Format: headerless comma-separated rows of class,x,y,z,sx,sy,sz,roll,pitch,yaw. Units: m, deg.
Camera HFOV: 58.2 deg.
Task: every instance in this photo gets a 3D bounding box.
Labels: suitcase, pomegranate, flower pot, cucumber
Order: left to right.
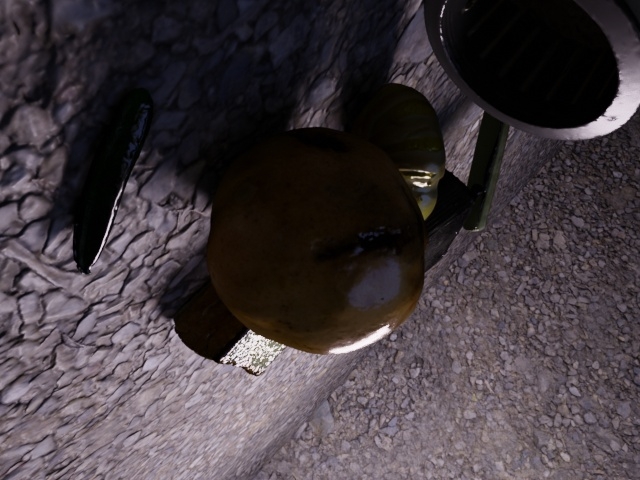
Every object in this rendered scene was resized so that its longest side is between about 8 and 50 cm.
cucumber,-0.183,-0.048,0.493,0.036,0.033,0.184,8,124,-39
pomegranate,0.000,0.000,0.653,0.260,0.260,0.260,-43,161,-19
suitcase,0.148,-0.004,1.161,0.335,0.152,0.229,-33,155,-35
flower pot,0.342,-0.345,0.744,0.330,0.294,0.293,-52,163,-15

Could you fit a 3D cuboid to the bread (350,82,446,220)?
bread,0.091,-0.110,0.794,0.105,0.213,0.213,-4,146,-12

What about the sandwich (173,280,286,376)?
sandwich,-0.079,0.092,0.910,0.249,0.095,0.273,-47,162,-7

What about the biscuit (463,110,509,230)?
biscuit,0.347,-0.174,1.187,0.099,0.038,0.322,-127,-135,-73
